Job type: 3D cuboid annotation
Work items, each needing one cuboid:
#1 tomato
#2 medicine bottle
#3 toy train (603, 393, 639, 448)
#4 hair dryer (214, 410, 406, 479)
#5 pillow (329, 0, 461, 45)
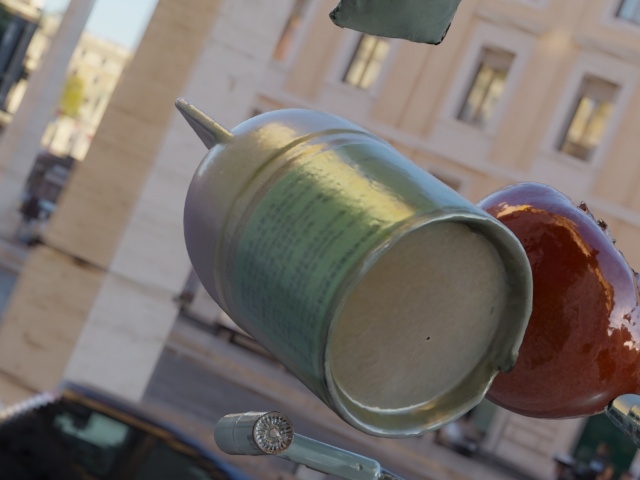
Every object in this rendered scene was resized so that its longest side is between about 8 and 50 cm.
[{"bbox_3d":[0.297,0.093,2.304,0.341,0.272,0.341,53,4,-5],"label":"tomato"},{"bbox_3d":[0.000,0.000,1.697,0.235,0.236,0.406,24,8,-39],"label":"medicine bottle"},{"bbox_3d":[0.393,0.230,1.955,0.043,0.047,0.207,-17,31,-19],"label":"toy train"},{"bbox_3d":[-0.001,0.209,1.637,0.183,0.044,0.155,23,-11,-14],"label":"hair dryer"},{"bbox_3d":[0.104,-0.291,1.694,0.128,0.229,0.051,10,40,-21],"label":"pillow"}]
